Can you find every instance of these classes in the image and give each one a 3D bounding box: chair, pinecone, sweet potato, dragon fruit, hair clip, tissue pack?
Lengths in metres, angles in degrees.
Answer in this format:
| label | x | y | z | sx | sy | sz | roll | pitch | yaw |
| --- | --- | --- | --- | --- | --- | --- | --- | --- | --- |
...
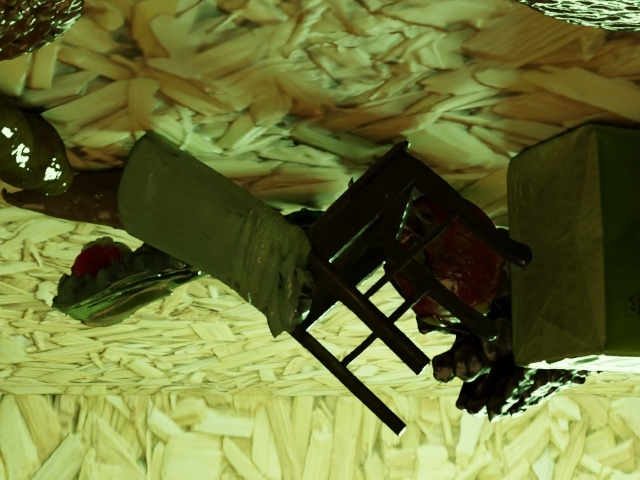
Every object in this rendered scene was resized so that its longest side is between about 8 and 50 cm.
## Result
| label | x | y | z | sx | sy | sz | roll | pitch | yaw |
| --- | --- | --- | --- | --- | --- | --- | --- | --- | --- |
| chair | 0.000 | 0.000 | 1.583 | 0.319 | 0.186 | 0.160 | 39 | 150 | 15 |
| pinecone | 0.209 | 0.084 | 1.940 | 0.201 | 0.229 | 0.202 | 36 | 179 | 45 |
| sweet potato | -0.240 | -0.071 | 1.471 | 0.067 | 0.067 | 0.274 | -2 | 169 | 4 |
| dragon fruit | 0.099 | 0.002 | 1.754 | 0.125 | 0.125 | 0.246 | -37 | 134 | 16 |
| sweet potato | -0.189 | -0.038 | 1.663 | 0.206 | 0.060 | 0.068 | 1 | 131 | -3 |
| hair clip | -0.118 | 0.010 | 1.829 | 0.321 | 0.091 | 0.138 | -13 | 168 | 7 |
| tissue pack | 0.323 | 0.017 | 1.601 | 0.275 | 0.200 | 0.167 | 4 | 169 | -23 |

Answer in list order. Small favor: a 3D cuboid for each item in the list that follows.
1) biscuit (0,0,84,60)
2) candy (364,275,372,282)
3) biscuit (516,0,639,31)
| label | x | y | z | sx | sy | sz | roll | pitch | yaw |
| --- | --- | --- | --- | --- | --- | --- | --- | --- | --- |
| biscuit | -0.298 | -0.151 | 1.118 | 0.305 | 0.038 | 0.305 | -1 | 169 | 0 |
| candy | 0.078 | 0.008 | 1.955 | 0.201 | 0.060 | 0.060 | -21 | 159 | 39 |
| biscuit | 0.231 | -0.174 | 1.051 | 0.262 | 0.037 | 0.262 | 0 | 169 | 0 |
